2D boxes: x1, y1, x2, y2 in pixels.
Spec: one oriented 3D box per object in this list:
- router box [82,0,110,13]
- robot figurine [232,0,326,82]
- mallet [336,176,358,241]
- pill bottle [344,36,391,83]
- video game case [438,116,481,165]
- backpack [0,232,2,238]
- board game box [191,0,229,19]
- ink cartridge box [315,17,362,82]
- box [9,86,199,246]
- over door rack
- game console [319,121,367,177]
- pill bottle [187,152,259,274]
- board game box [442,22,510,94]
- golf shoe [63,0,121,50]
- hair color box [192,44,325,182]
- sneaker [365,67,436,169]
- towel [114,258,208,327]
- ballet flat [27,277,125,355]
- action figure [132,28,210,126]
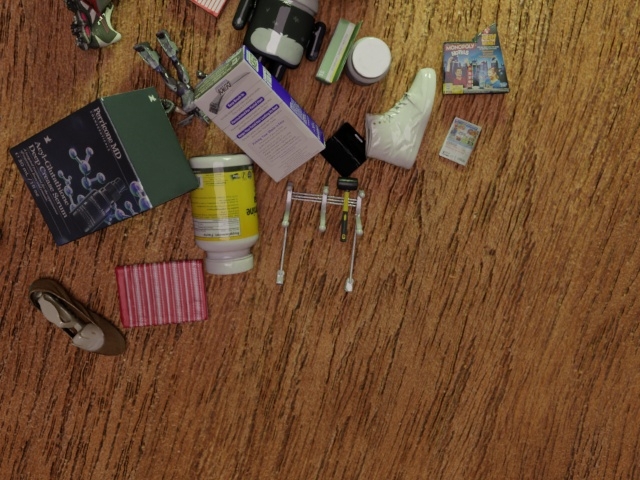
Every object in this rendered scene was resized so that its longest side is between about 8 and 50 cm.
[{"bbox_3d":[-0.611,-0.826,1.592,0.301,0.082,0.336,35,78,-7],"label":"router box"},{"bbox_3d":[-0.112,-0.580,1.661,0.173,0.209,0.278,27,102,29],"label":"robot figurine"},{"bbox_3d":[0.063,-0.092,1.739,0.062,0.039,0.190,12,84,-2],"label":"mallet"},{"bbox_3d":[0.129,-0.489,1.654,0.121,0.221,0.121,0,101,-1],"label":"pill bottle"},{"bbox_3d":[0.416,-0.296,1.803,0.087,0.011,0.122,22,100,-4],"label":"video game case"},{"bbox_3d":[-1.041,-0.033,1.777,0.152,0.115,0.182,-44,101,4],"label":"backpack"},{"bbox_3d":[-0.301,-0.744,1.686,0.146,0.045,0.194,30,99,-6],"label":"board game box"},{"bbox_3d":[0.044,-0.513,1.640,0.056,0.235,0.171,22,100,-7],"label":"ink cartridge box"},{"bbox_3d":[-0.581,-0.193,1.629,0.395,0.212,0.294,-18,102,30],"label":"box"},{"bbox_3d":[0.000,0.000,1.805,0.239,0.108,0.325,7,101,-1],"label":"over door rack"},{"bbox_3d":[0.076,-0.269,1.802,0.122,0.071,0.107,45,67,-9],"label":"game console"},{"bbox_3d":[-0.275,-0.080,1.744,0.187,0.188,0.334,-3,102,0],"label":"pill bottle"},{"bbox_3d":[0.444,-0.519,1.736,0.194,0.060,0.194,-1,100,-1],"label":"board game box"},{"bbox_3d":[-0.648,-0.667,1.683,0.120,0.105,0.273,-16,94,-29],"label":"golf shoe"},{"bbox_3d":[-0.162,-0.338,1.656,0.185,0.110,0.339,-33,127,20],"label":"hair color box"},{"bbox_3d":[0.219,-0.364,1.734,0.169,0.108,0.293,13,102,-10],"label":"sneaker"},{"bbox_3d":[-0.490,0.163,1.867,0.274,0.031,0.199,-5,99,-2],"label":"towel"},{"bbox_3d":[-0.747,0.247,1.830,0.116,0.124,0.342,-44,99,7],"label":"ballet flat"},{"bbox_3d":[-0.401,-0.447,1.718,0.185,0.099,0.285,-35,103,0],"label":"action figure"}]
